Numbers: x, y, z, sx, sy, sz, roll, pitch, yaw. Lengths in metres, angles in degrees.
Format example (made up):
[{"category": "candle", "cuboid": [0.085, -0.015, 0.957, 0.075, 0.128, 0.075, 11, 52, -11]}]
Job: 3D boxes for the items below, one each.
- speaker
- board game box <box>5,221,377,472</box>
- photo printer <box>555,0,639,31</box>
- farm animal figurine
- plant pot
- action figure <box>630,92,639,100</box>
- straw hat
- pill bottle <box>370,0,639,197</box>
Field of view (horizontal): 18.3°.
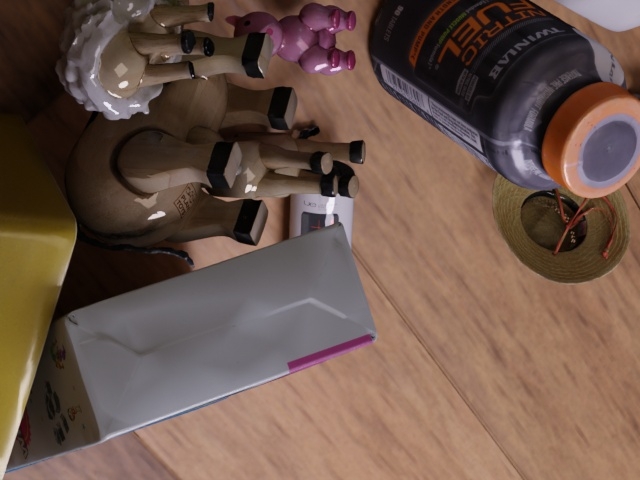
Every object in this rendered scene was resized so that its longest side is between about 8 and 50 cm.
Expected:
[{"category": "speaker", "cuboid": [0.000, 0.000, 1.685, 0.055, 0.055, 0.136, -15, 125, -28]}, {"category": "board game box", "cuboid": [-0.124, 0.088, 1.491, 0.224, 0.303, 0.097, -17, 87, -26]}, {"category": "photo printer", "cuboid": [0.230, -0.295, 1.556, 0.256, 0.107, 0.307, -27, 146, 36]}, {"category": "farm animal figurine", "cuboid": [-0.101, -0.106, 1.460, 0.327, 0.172, 0.330, -66, 151, -46]}, {"category": "plant pot", "cuboid": [-0.307, 0.026, 1.391, 0.187, 0.212, 0.212, 10, 111, -26]}, {"category": "action figure", "cuboid": [0.353, -0.109, 1.805, 0.141, 0.164, 0.276, -17, 117, -41]}, {"category": "straw hat", "cuboid": [0.206, -0.012, 1.815, 0.144, 0.144, 0.061, -13, 166, -29]}, {"category": "pill bottle", "cuboid": [0.156, -0.123, 1.588, 0.130, 0.245, 0.130, -18, 126, -27]}]
